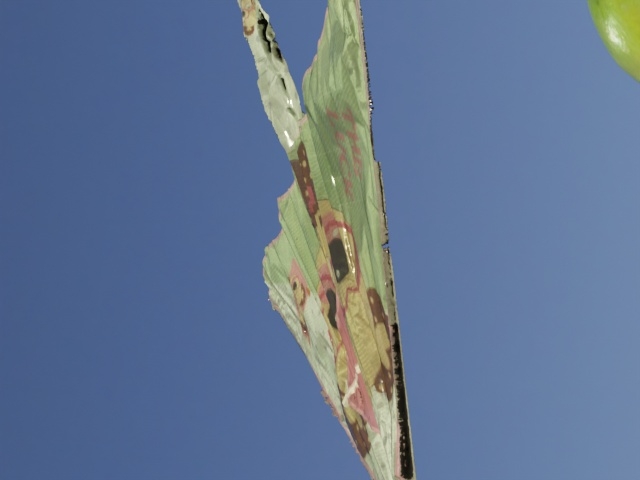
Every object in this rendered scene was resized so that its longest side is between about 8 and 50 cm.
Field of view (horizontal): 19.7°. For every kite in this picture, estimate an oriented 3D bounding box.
[{"bbox_3d":[0.000,0.000,0.771,0.323,0.013,0.267,108,148,-66],"label":"kite"}]

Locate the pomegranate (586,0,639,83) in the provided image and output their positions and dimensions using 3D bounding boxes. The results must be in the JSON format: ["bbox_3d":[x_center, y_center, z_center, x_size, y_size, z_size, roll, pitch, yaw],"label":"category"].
[{"bbox_3d":[0.278,-0.207,1.202,0.159,0.241,0.190,49,-171,-30],"label":"pomegranate"}]
